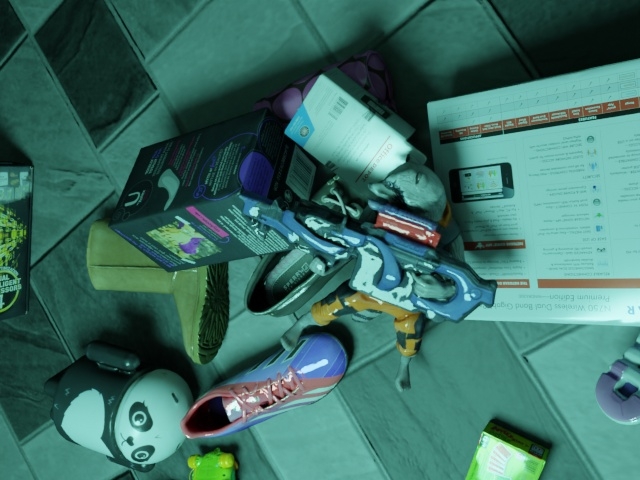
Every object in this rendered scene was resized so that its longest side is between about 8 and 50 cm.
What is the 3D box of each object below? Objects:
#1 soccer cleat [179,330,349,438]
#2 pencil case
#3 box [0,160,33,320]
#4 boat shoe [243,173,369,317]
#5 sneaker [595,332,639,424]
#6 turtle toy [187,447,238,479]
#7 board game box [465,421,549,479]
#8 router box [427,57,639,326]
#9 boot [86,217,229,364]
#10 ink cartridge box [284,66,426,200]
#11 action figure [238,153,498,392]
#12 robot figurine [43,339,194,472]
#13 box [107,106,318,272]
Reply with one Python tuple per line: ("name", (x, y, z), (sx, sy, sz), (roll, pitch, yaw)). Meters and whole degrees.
("soccer cleat", (-0.092, 0.247, 1.102), (0.318, 0.116, 0.109), (-30, 84, 27))
("pencil case", (0.006, -0.201, 1.010), (0.209, 0.098, 0.095), (-14, 51, 29))
("box", (-0.717, 0.018, 1.227), (0.097, 0.395, 0.319), (11, 101, 27))
("boat shoe", (0.000, 0.000, 1.033), (0.112, 0.095, 0.335), (45, 114, 14))
("sneaker", (0.449, 0.140, 0.840), (0.236, 0.104, 0.095), (-52, 31, 4))
("turtle toy", (-0.188, 0.434, 1.195), (0.095, 0.066, 0.130), (-11, 58, 28))
("board game box", (0.256, 0.369, 0.988), (0.092, 0.043, 0.181), (22, 106, 23))
("router box", (0.307, -0.051, 0.837), (0.335, 0.082, 0.301), (-2, 97, 41))
("boot", (-0.294, 0.085, 1.202), (0.269, 0.089, 0.236), (4, 86, 25))
("ink cartridge box", (0.054, -0.139, 0.930), (0.180, 0.060, 0.104), (39, 121, 2))
("action figure", (0.055, 0.024, 0.917), (0.341, 0.178, 0.330), (28, 123, 6))
("robot figurine", (-0.362, 0.297, 1.211), (0.278, 0.209, 0.174), (8, 63, 26))
("box", (-0.161, -0.068, 1.028), (0.270, 0.143, 0.165), (-10, 52, 33))
